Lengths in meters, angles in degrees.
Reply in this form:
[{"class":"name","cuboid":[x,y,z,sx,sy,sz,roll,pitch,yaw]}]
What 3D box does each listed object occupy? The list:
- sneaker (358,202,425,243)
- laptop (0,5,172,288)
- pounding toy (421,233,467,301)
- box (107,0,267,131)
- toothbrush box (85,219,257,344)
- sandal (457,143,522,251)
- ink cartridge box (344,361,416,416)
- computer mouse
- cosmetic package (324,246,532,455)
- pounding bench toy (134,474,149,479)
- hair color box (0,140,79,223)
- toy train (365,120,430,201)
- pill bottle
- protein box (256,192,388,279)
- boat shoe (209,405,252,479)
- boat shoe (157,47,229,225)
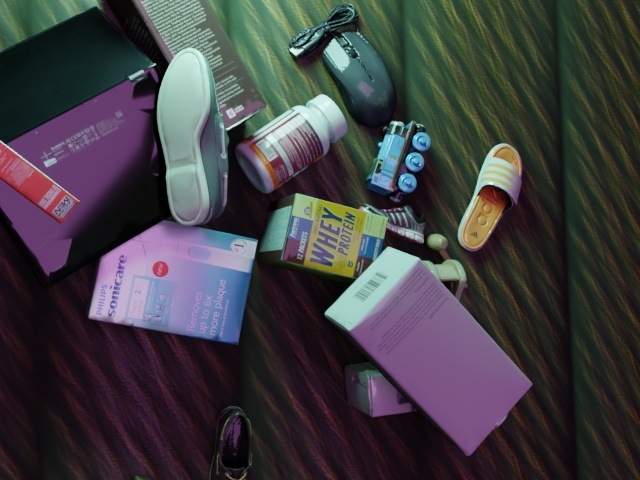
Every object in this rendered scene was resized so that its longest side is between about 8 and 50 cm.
[{"class":"sneaker","cuboid":[0.162,-0.053,1.920,0.170,0.063,0.075,22,81,-21]},{"class":"laptop","cuboid":[-0.474,-0.193,1.671,0.382,0.236,0.408,-32,108,-16]},{"class":"pounding toy","cuboid":[0.281,0.118,1.901,0.154,0.154,0.270,-2,89,-18]},{"class":"box","cuboid":[-0.273,-0.382,1.730,0.143,0.191,0.381,-34,99,-16]},{"class":"toothbrush box","cuboid":[-0.296,0.075,1.734,0.295,0.126,0.216,13,82,-15]},{"class":"sandal","cuboid":[0.401,-0.095,1.989,0.102,0.076,0.265,27,80,-15]},{"class":"ink cartridge box","cuboid":[0.177,0.305,1.856,0.217,0.158,0.092,-2,91,-18]},{"class":"computer mouse","cuboid":[0.074,-0.369,1.900,0.188,0.072,0.272,-38,99,-17]},{"class":"cosmetic package","cuboid":[0.209,0.212,1.687,0.197,0.155,0.365,-44,109,-8]},{"class":"pounding bench toy","cuboid":[-0.349,0.507,1.718,0.052,0.083,0.065,27,79,-15]},{"class":"hair color box","cuboid":[-0.498,-0.102,1.493,0.167,0.093,0.053,39,82,-22]},{"class":"toy train","cuboid":[0.170,-0.178,1.921,0.105,0.080,0.184,21,82,-10]},{"class":"pill bottle","cuboid":[-0.059,-0.204,1.824,0.221,0.121,0.121,-36,98,-16]},{"class":"protein box","cuboid":[0.000,0.000,1.791,0.199,0.201,0.136,14,84,-17]},{"class":"boat shoe","cuboid":[-0.181,0.455,1.782,0.081,0.068,0.228,1,87,-18]},{"class":"boat shoe","cuboid":[-0.224,-0.187,1.612,0.099,0.116,0.320,-6,95,-58]}]
